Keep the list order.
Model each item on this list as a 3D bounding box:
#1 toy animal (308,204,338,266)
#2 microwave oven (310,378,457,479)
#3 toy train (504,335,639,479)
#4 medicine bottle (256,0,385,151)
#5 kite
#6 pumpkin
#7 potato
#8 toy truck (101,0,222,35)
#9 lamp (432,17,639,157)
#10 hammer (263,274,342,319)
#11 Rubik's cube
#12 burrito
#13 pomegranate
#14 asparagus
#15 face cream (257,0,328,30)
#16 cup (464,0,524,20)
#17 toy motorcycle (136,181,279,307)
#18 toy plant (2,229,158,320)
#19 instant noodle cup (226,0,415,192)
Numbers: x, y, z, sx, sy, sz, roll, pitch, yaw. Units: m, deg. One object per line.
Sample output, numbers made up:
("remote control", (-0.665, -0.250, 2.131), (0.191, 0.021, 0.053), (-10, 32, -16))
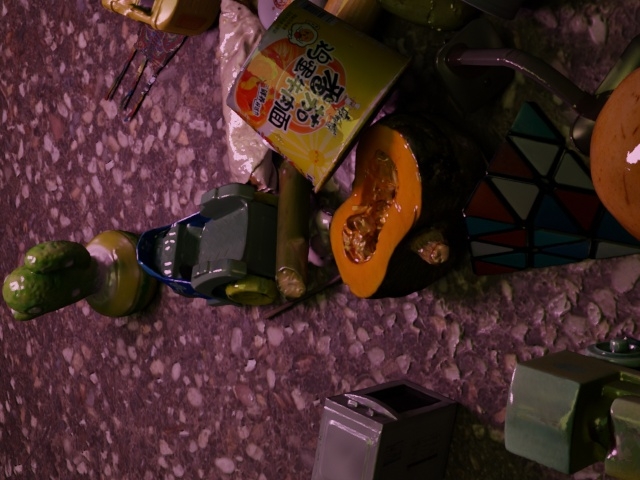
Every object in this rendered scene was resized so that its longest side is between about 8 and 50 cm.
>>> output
("toy animal", (0.005, 0.003, 1.631), (0.085, 0.071, 0.124), (30, 111, 35))
("microwave oven", (0.099, 0.315, 1.473), (0.122, 0.208, 0.162), (19, 104, 38))
("toy train", (0.429, 0.233, 1.159), (0.397, 0.253, 0.160), (14, 102, 41))
("medicine bottle", (0.030, -0.337, 1.570), (0.108, 0.108, 0.426), (46, 119, 30))
("kite", (-0.369, -0.380, 1.975), (0.285, 0.015, 0.152), (-53, 57, 26))
("pumpkin", (0.136, -0.036, 1.430), (0.222, 0.139, 0.317), (52, 137, 32))
("potato", (0.153, -0.386, 1.449), (0.188, 0.085, 0.105), (28, 142, 2))
("toy truck", (-0.244, -0.583, 1.753), (0.254, 0.180, 0.405), (34, 110, 26))
("lamp", (0.318, -0.251, 1.311), (0.283, 0.203, 0.125), (30, 156, 48))
("hammer", (-0.007, 0.091, 1.678), (0.292, 0.029, 0.058), (-30, 70, 39))
("Rubik's cube", (0.340, -0.001, 1.344), (0.234, 0.284, 0.250), (19, 132, 17))
("burrito", (-0.130, -0.274, 1.734), (0.117, 0.076, 0.392), (-1, 93, 27))
("pomegranate", (0.450, -0.109, 1.122), (0.264, 0.264, 0.265), (2, 94, 41))
("asparagus", (-0.047, -0.028, 1.601), (0.067, 0.060, 0.278), (120, 157, -47))
("face cream", (-0.048, -0.431, 1.653), (0.143, 0.071, 0.291), (13, 100, 30))
("cup", (0.229, -0.497, 1.253), (0.256, 0.331, 0.311), (38, 114, 12))
("toy motorcycle", (-0.215, 0.026, 1.725), (0.326, 0.199, 0.191), (-20, 58, 45))
("toy plant", (-0.500, 0.077, 1.909), (0.224, 0.315, 0.185), (-46, 64, 30))
("instant noodle cup", (-0.009, -0.231, 1.441), (0.200, 0.264, 0.264), (36, 119, -1))
